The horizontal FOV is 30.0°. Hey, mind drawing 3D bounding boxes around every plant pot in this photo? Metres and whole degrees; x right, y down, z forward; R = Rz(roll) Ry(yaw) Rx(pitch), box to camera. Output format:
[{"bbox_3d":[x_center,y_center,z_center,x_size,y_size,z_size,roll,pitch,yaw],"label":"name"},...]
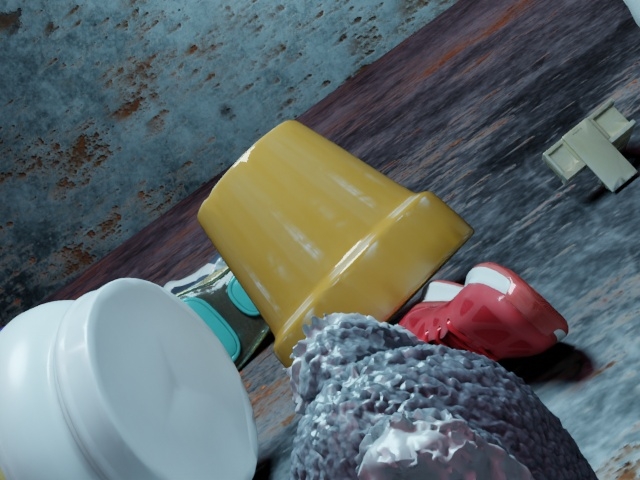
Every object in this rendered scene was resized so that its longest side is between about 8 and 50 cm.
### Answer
[{"bbox_3d":[0.000,0.000,1.070,0.205,0.188,0.205,-45,-6,-6],"label":"plant pot"}]

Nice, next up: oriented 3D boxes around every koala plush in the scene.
[{"bbox_3d":[0.069,0.126,0.452,0.203,0.221,0.196,-37,12,1],"label":"koala plush"}]

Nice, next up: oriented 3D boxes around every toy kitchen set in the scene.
[{"bbox_3d":[0.257,-0.070,1.108,0.083,0.068,0.075,-38,-16,-5],"label":"toy kitchen set"}]

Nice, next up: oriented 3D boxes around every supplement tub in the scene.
[{"bbox_3d":[-0.244,0.199,1.024,0.331,0.241,0.241,-32,13,22],"label":"supplement tub"}]

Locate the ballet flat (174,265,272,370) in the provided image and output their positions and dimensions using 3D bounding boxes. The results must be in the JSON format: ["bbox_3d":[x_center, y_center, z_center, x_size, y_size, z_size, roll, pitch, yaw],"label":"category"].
[{"bbox_3d":[-0.109,0.091,1.401,0.348,0.123,0.123,-40,12,-10],"label":"ballet flat"}]

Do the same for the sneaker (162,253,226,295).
[{"bbox_3d":[-0.146,0.064,1.601,0.235,0.094,0.153,-51,24,-14],"label":"sneaker"}]

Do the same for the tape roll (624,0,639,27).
[{"bbox_3d":[0.481,-0.336,1.203,0.392,0.072,0.392,-29,25,15],"label":"tape roll"}]

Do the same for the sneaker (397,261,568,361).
[{"bbox_3d":[0.096,0.093,0.891,0.128,0.087,0.221,-49,2,-13],"label":"sneaker"}]
